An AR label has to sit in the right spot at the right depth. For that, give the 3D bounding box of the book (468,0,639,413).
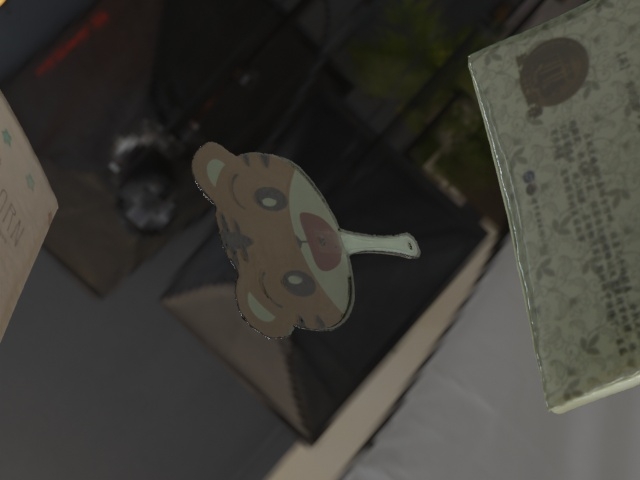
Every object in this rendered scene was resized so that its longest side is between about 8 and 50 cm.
[{"bbox_3d":[0.276,-0.076,0.947,0.031,0.379,0.264,32,-139,-50],"label":"book"}]

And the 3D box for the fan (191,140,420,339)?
[{"bbox_3d":[0.000,0.000,1.191,0.227,0.008,0.152,2,-116,-49],"label":"fan"}]

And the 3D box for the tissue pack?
[{"bbox_3d":[-0.304,0.000,1.294,0.325,0.071,0.170,-81,-31,-56],"label":"tissue pack"}]
